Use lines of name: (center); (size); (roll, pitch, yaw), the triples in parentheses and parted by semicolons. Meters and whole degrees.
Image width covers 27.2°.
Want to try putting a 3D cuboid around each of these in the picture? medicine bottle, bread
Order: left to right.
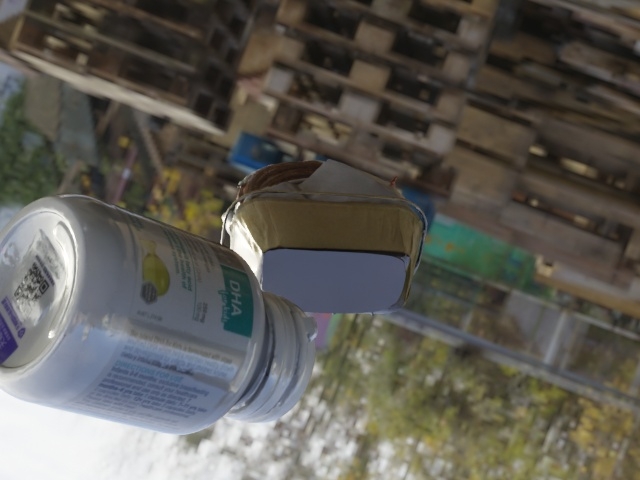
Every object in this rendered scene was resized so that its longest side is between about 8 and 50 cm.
medicine bottle: (-0.107, 0.058, 0.881); (0.215, 0.135, 0.135); (21, 179, -43)
bread: (0.000, 0.000, 1.455); (0.224, 0.142, 0.212); (2, -152, -11)
